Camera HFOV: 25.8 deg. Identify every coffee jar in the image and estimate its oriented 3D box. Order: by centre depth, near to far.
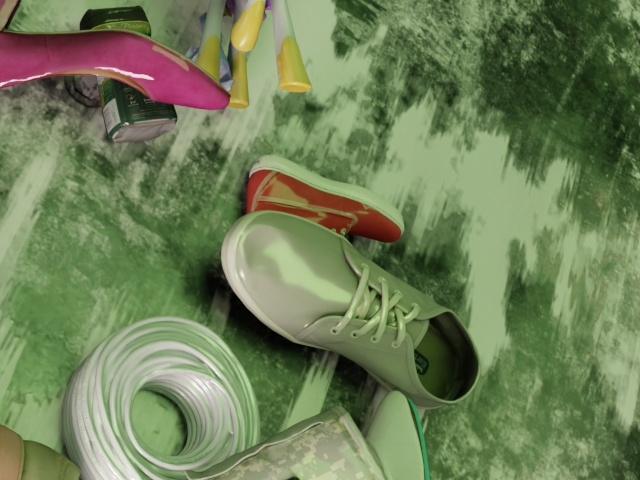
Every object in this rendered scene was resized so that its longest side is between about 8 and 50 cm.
[{"bbox_3d":[-0.264,-0.230,1.901,0.096,0.079,0.184,-9,75,-30],"label":"coffee jar"}]

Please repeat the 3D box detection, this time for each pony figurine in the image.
[{"bbox_3d":[-0.106,-0.378,1.950,0.303,0.351,0.363,9,83,-28],"label":"pony figurine"}]

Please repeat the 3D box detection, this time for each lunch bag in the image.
[{"bbox_3d":[-0.029,0.361,1.636,0.235,0.169,0.287,-25,111,-17],"label":"lunch bag"}]

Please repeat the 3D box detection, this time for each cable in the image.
[{"bbox_3d":[-0.193,0.225,1.737,0.257,0.089,0.257,47,50,-8],"label":"cable"}]

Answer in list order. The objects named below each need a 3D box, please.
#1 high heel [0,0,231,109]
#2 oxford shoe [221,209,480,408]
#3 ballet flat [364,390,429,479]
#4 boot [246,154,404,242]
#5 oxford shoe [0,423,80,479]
[{"bbox_3d":[-0.313,-0.197,1.789,0.377,0.127,0.181,22,85,-2],"label":"high heel"},{"bbox_3d":[0.058,0.094,1.900,0.449,0.130,0.169,36,68,-28],"label":"oxford shoe"},{"bbox_3d":[0.088,0.394,1.845,0.139,0.139,0.400,5,68,-34],"label":"ballet flat"},{"bbox_3d":[0.000,0.000,1.982,0.244,0.088,0.176,19,59,-18],"label":"boot"},{"bbox_3d":[-0.339,0.402,1.522,0.146,0.140,0.397,25,58,-33],"label":"oxford shoe"}]
